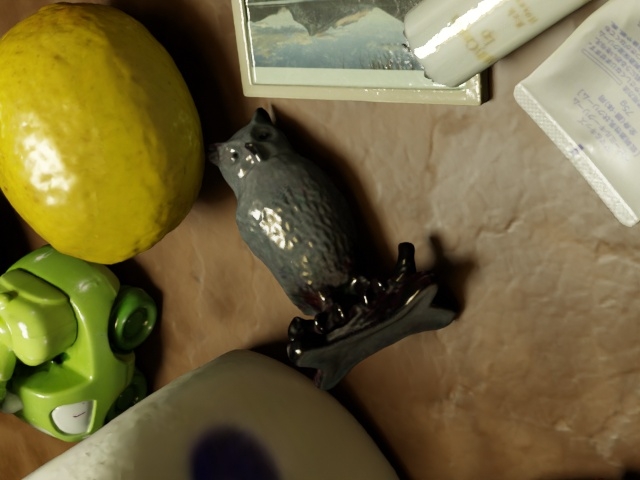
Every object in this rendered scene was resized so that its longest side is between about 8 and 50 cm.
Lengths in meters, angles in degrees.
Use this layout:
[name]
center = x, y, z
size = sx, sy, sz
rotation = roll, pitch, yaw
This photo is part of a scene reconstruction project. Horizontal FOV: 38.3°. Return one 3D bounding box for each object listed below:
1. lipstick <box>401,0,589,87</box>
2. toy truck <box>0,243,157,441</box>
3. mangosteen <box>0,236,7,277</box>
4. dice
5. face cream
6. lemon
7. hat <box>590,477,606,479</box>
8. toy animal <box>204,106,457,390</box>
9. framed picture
[lipstick]
center = 0.158, -0.171, 0.489
size = 0.264, 0.059, 0.059
rotation = -30, 90, 37
[toy truck]
center = -0.259, 0.100, 0.844
size = 0.148, 0.211, 0.187
rotation = 26, 104, 26
[mangosteen]
center = -0.420, 0.019, 0.932
size = 0.210, 0.210, 0.209
rotation = 15, 117, 31
[dice]
center = -0.099, 0.283, 0.722
size = 0.277, 0.304, 0.304
rotation = -39, 83, 40
[face cream]
center = 0.207, -0.105, 0.501
size = 0.114, 0.070, 0.224
rotation = 52, 142, 8
[lemon]
center = -0.177, -0.087, 0.713
size = 0.170, 0.170, 0.207
rotation = -16, 98, 40
[hat]
center = 0.152, 0.217, 0.651
size = 0.162, 0.094, 0.112
rotation = -1, 82, 44
[toy animal]
center = -0.001, -0.002, 0.694
size = 0.210, 0.121, 0.117
rotation = 59, 178, 22
[framed picture]
center = 0.018, -0.170, 0.632
size = 0.203, 0.015, 0.150
rotation = 9, 114, 34
